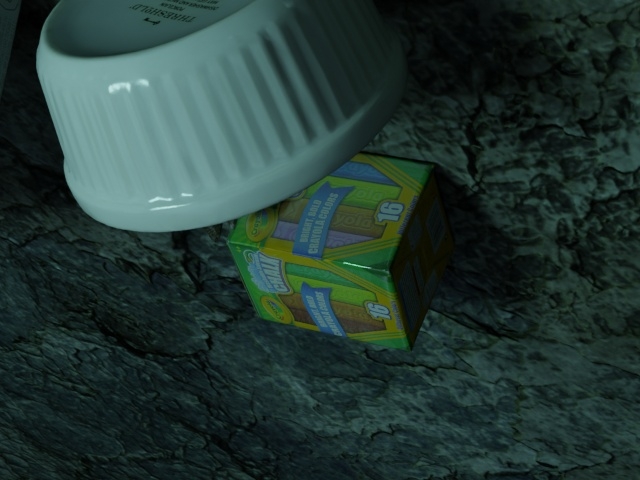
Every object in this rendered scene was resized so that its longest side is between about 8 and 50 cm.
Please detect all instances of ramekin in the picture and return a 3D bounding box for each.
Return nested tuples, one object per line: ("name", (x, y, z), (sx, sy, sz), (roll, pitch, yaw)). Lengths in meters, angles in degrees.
("ramekin", (-0.081, -0.137, 0.898), (0.273, 0.273, 0.127), (3, 131, 33))

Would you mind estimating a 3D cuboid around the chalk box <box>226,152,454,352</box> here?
("chalk box", (0.000, 0.000, 1.162), (0.213, 0.132, 0.132), (9, 146, 24))

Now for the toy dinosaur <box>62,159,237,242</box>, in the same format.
("toy dinosaur", (-0.147, -0.063, 1.071), (0.160, 0.121, 0.313), (11, -172, -17))

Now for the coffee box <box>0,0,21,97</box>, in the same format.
("coffee box", (-0.514, -0.129, 1.034), (0.338, 0.338, 0.334), (2, 168, 34))
